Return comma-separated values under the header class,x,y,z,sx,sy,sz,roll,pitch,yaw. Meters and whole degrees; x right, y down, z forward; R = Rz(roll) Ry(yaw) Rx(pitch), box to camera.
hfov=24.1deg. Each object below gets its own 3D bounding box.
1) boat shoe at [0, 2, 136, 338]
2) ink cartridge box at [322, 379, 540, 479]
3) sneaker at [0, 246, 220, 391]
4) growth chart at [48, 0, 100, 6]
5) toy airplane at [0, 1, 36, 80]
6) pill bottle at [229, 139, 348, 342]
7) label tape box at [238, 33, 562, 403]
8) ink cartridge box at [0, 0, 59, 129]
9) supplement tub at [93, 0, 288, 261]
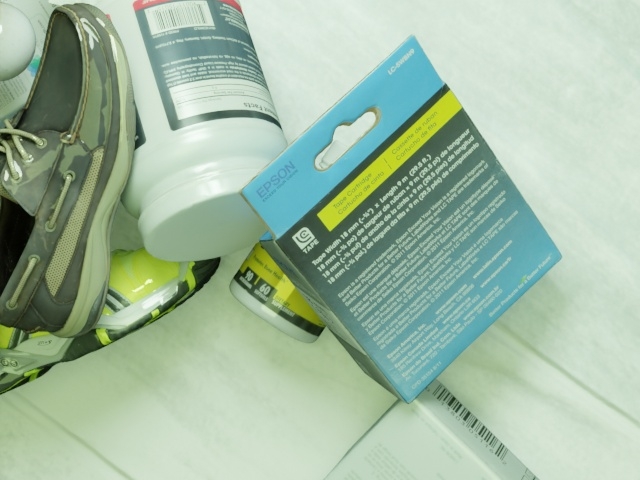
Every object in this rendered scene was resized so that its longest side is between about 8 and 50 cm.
class,x,y,z,sx,sy,sz,roll,pitch,yaw
boat shoe,-0.280,-0.067,1.540,0.130,0.132,0.355,-1,103,-37
ink cartridge box,0.101,0.390,1.706,0.308,0.091,0.385,44,112,5
sneaker,-0.299,0.067,1.706,0.384,0.145,0.147,-24,88,5
growth chart,-0.245,-0.321,1.666,0.021,0.237,0.172,10,86,33
toy airplane,-0.421,-0.255,1.559,0.272,0.384,0.386,16,95,-21
pill bottle,0.000,0.000,1.680,0.119,0.119,0.208,34,94,6
label tape box,0.071,-0.028,1.572,0.240,0.106,0.334,-43,121,-8
ink cartridge box,-0.422,-0.209,1.760,0.311,0.065,0.186,-32,85,3
supplement tub,-0.145,-0.134,1.629,0.191,0.191,0.272,-21,69,7
